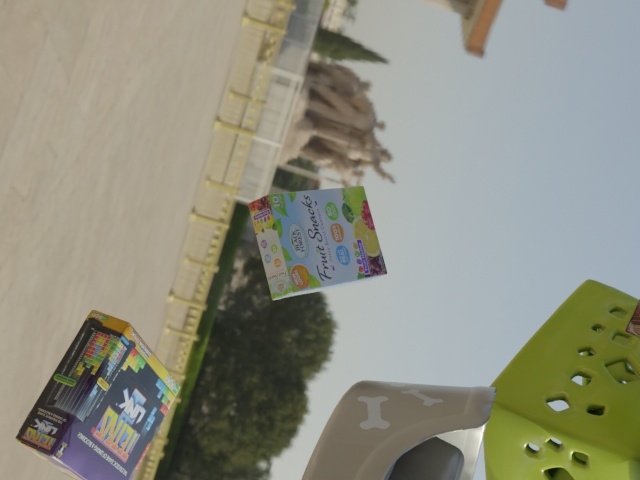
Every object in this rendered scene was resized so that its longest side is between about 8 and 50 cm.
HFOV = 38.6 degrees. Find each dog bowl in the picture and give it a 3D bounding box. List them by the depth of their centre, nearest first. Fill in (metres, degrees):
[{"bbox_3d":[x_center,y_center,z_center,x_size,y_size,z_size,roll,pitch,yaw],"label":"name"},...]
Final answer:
[{"bbox_3d":[0.033,0.257,0.634,0.349,0.102,0.349,15,90,-78],"label":"dog bowl"}]

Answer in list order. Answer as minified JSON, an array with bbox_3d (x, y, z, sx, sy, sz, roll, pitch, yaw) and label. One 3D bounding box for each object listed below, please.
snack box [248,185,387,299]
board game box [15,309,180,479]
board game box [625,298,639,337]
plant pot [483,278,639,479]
[{"bbox_3d":[0.000,0.000,0.929,0.037,0.141,0.100,-23,-101,44],"label":"snack box"},{"bbox_3d":[-0.214,0.170,0.910,0.170,0.048,0.141,71,40,-59],"label":"board game box"},{"bbox_3d":[0.392,0.055,0.743,0.243,0.042,0.165,32,-75,44],"label":"board game box"},{"bbox_3d":[0.317,0.209,0.945,0.228,0.207,0.227,-40,133,-35],"label":"plant pot"}]
